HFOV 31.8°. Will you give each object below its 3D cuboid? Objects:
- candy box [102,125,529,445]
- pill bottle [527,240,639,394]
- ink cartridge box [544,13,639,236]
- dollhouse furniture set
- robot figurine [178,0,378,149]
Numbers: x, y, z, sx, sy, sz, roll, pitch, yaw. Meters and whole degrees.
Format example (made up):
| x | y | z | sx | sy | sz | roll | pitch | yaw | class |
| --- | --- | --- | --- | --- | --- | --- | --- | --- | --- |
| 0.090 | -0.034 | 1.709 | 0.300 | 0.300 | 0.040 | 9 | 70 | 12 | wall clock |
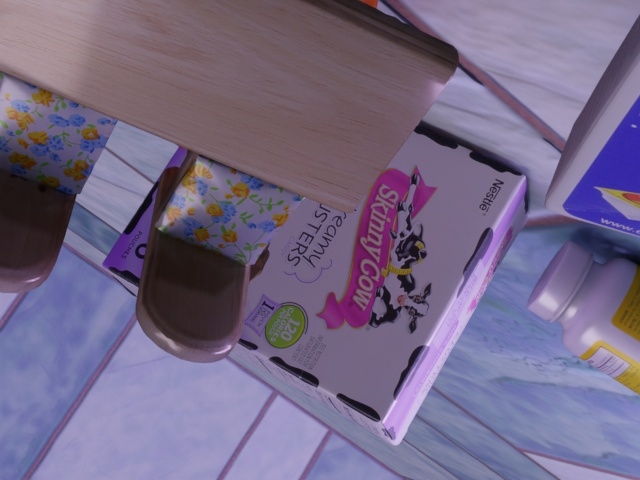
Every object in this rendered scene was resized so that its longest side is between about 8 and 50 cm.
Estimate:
| x | y | z | sx | sy | sz | roll | pitch | yaw | class |
| --- | --- | --- | --- | --- | --- | --- | --- | --- | --- |
| 0.000 | 0.000 | 0.670 | 0.196 | 0.165 | 0.070 | 27 | 167 | 19 | candy box |
| 0.182 | 0.050 | 0.651 | 0.116 | 0.065 | 0.065 | 32 | 166 | 3 | pill bottle |
| 0.189 | -0.029 | 0.323 | 0.206 | 0.045 | 0.208 | 16 | 165 | 3 | ink cartridge box |
| -0.080 | -0.063 | 0.323 | 0.242 | 0.161 | 0.212 | 22 | 130 | -18 | dollhouse furniture set |
| -0.062 | -0.123 | 0.470 | 0.219 | 0.128 | 0.158 | 44 | -164 | -38 | robot figurine |
